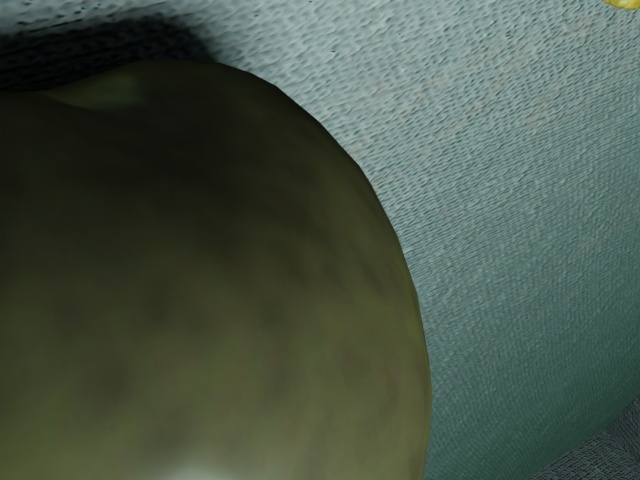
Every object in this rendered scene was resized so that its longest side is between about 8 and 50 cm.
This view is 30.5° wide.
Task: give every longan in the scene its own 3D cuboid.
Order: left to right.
[{"bbox_3d":[-0.117,0.094,0.604,0.405,0.336,0.404,-17,113,-48],"label":"longan"}]

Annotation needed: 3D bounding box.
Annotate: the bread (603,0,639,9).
[{"bbox_3d":[0.248,-0.232,0.875,0.074,0.053,0.132,-16,149,-50],"label":"bread"}]
